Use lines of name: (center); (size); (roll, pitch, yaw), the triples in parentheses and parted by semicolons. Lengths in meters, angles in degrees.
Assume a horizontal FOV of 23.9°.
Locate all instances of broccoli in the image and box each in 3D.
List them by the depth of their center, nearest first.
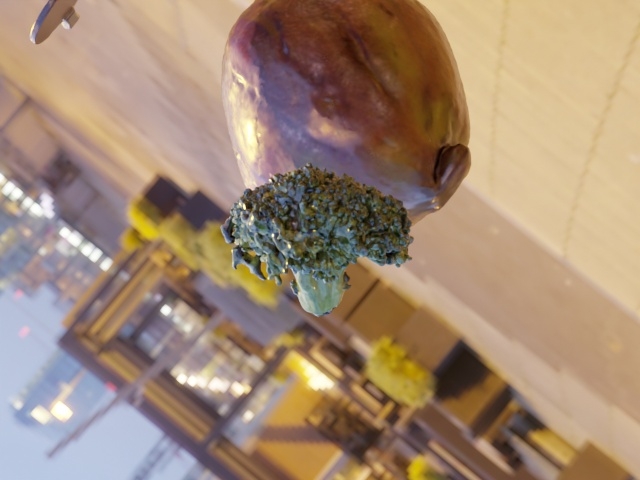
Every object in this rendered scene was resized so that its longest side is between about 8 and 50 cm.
broccoli: (0.000, 0.000, 0.904); (0.095, 0.097, 0.092); (46, 155, 51)

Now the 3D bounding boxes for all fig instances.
fig: (0.020, -0.110, 1.270); (0.224, 0.224, 0.263); (42, -161, -24)

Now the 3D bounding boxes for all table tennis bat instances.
table tennis bat: (-0.257, -0.233, 1.516); (0.014, 0.095, 0.158); (36, 177, -3)
